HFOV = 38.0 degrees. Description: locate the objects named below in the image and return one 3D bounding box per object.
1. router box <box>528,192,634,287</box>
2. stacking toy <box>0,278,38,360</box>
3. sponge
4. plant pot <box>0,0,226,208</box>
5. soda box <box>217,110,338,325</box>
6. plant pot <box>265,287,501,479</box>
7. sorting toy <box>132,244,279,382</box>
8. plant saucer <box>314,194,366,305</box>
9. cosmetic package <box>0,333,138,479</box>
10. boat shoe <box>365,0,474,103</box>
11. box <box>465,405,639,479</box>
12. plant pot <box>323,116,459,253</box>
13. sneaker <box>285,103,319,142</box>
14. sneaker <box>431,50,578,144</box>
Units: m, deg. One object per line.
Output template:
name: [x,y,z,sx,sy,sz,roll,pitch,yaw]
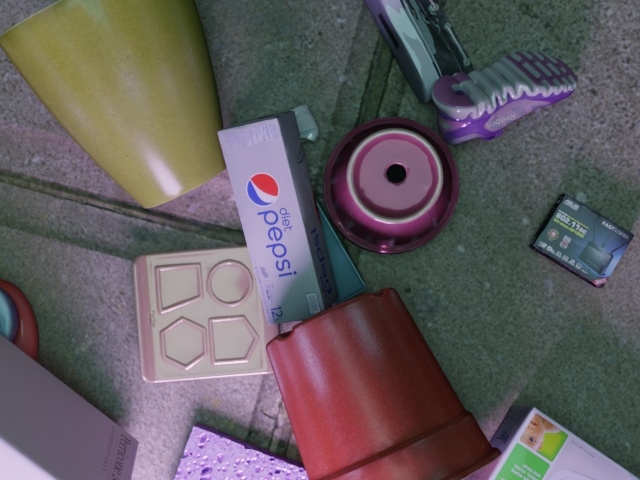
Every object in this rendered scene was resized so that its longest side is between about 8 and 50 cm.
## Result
router box: [0.384,0.001,1.368,0.122,0.038,0.092,31,88,3]
stacking toy: [-0.577,0.189,1.345,0.308,0.130,0.280,-6,87,2]
sponge: [-0.108,0.363,1.373,0.210,0.031,0.117,21,89,3]
plant pot: [-0.255,-0.205,1.307,0.274,0.275,0.294,-26,104,1]
soda box: [-0.056,-0.033,1.318,0.091,0.098,0.287,-11,100,15]
plant pot: [0.067,0.222,1.272,0.272,0.272,0.265,-24,80,1]
sorting toy: [-0.168,0.108,1.386,0.208,0.038,0.193,-5,88,-3]
plant saucer: [0.000,0.000,1.378,0.067,0.018,0.192,-32,86,34]
cosmetic package: [-0.468,0.237,1.217,0.453,0.230,0.161,43,99,-17]
boat shoe: [0.131,-0.357,1.354,0.104,0.113,0.306,-27,90,-6]
box: [0.329,0.399,1.300,0.262,0.127,0.231,35,79,3]
plant pot: [0.100,-0.082,1.310,0.201,0.180,0.202,0,88,3]
sneaker: [-0.071,-0.142,1.381,0.152,0.054,0.061,-30,90,0]
sneaker: [0.264,-0.201,1.360,0.236,0.105,0.095,-17,50,-18]
